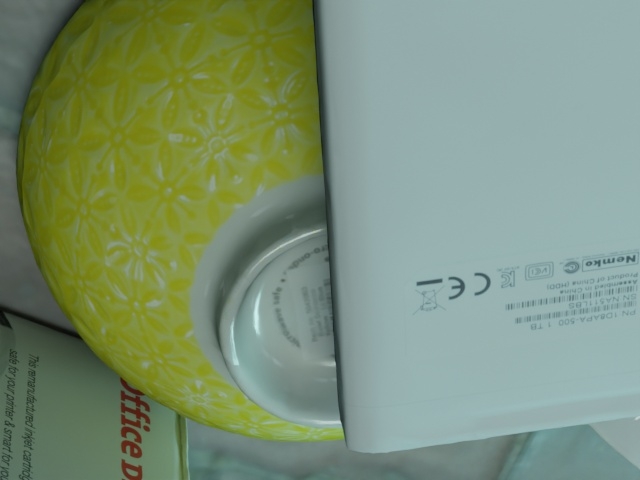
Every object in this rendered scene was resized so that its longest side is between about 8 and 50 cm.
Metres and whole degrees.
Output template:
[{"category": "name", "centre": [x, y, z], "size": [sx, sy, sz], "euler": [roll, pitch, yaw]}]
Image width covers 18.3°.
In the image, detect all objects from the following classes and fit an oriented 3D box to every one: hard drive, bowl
[{"category": "hard drive", "centre": [0.105, -0.050, 0.803], "size": [0.210, 0.040, 0.318], "euler": [-7, 131, -4]}, {"category": "bowl", "centre": [0.000, 0.000, 0.959], "size": [0.290, 0.156, 0.289], "euler": [-4, 123, -6]}]

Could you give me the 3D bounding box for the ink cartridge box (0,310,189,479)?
[{"category": "ink cartridge box", "centre": [-0.210, 0.117, 0.984], "size": [0.273, 0.197, 0.114], "euler": [21, 117, -17]}]

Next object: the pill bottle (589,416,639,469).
[{"category": "pill bottle", "centre": [0.240, -0.003, 0.996], "size": [0.153, 0.153, 0.265], "euler": [37, 110, -24]}]
